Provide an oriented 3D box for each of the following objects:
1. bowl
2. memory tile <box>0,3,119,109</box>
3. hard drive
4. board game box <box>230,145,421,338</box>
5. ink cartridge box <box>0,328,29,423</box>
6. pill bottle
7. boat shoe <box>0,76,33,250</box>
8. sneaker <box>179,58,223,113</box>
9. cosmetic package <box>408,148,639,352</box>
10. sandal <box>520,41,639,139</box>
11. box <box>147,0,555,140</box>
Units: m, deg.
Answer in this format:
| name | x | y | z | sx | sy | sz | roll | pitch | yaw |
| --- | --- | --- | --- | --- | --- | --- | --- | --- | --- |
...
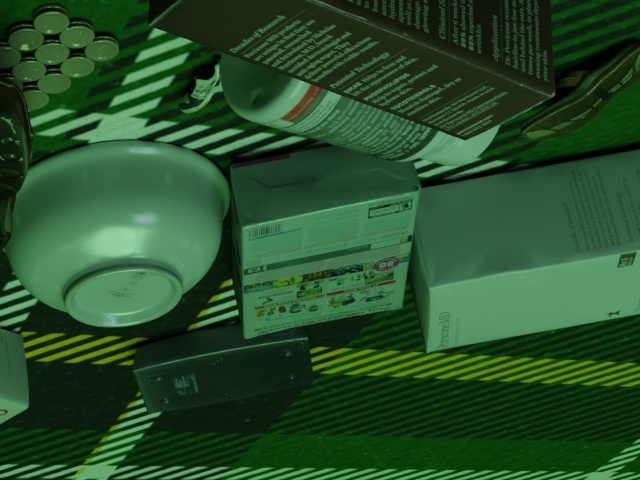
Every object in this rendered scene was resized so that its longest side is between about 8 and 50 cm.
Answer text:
| name | x | y | z | sx | sy | sz | roll | pitch | yaw |
| --- | --- | --- | --- | --- | --- | --- | --- | --- | --- |
| bowl | -0.246 | 0.015 | 1.973 | 0.298 | 0.134 | 0.298 | -10 | 151 | -5 |
| memory tile | -0.296 | -0.192 | 1.716 | 0.148 | 0.012 | 0.113 | -29 | 146 | 29 |
| hard drive | -0.141 | 0.181 | 2.380 | 0.255 | 0.054 | 0.172 | -11 | 151 | -2 |
| board game box | 0.000 | 0.000 | 2.066 | 0.224 | 0.097 | 0.303 | -10 | 150 | -9 |
| ink cartridge box | -0.558 | 0.181 | 2.160 | 0.207 | 0.117 | 0.283 | -30 | 146 | 28 |
| pill bottle | 0.050 | -0.173 | 1.726 | 0.283 | 0.161 | 0.161 | 14 | 142 | -38 |
| boat shoe | -0.364 | -0.101 | 1.734 | 0.123 | 0.119 | 0.324 | 19 | 153 | -9 |
| sneaker | -0.131 | -0.174 | 1.798 | 0.083 | 0.032 | 0.037 | -34 | 130 | 26 |
| cosmetic package | 0.309 | 0.011 | 2.147 | 0.385 | 0.156 | 0.217 | -12 | 153 | -1 |
| sandal | 0.312 | -0.181 | 1.931 | 0.180 | 0.049 | 0.072 | -39 | 149 | 16 |
| box | 0.036 | -0.245 | 1.518 | 0.381 | 0.191 | 0.143 | 18 | 152 | -34 |
